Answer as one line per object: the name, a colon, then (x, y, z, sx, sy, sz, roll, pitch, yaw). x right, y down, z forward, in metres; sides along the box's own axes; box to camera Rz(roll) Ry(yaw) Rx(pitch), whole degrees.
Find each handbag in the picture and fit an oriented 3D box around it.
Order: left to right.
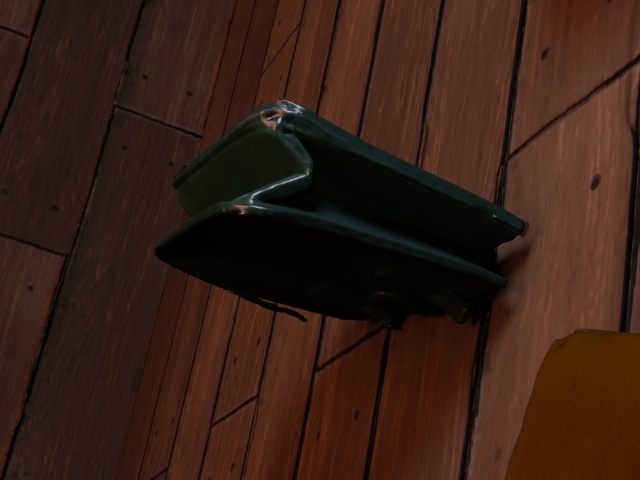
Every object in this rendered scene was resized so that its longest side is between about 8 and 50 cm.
handbag: (-0.001, 0.000, 1.026, 0.326, 0.238, 0.089, -26, 44, 68)

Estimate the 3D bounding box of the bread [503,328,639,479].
bread: (0.195, 0.115, 0.548, 0.361, 0.077, 0.138, 171, 115, -72)
